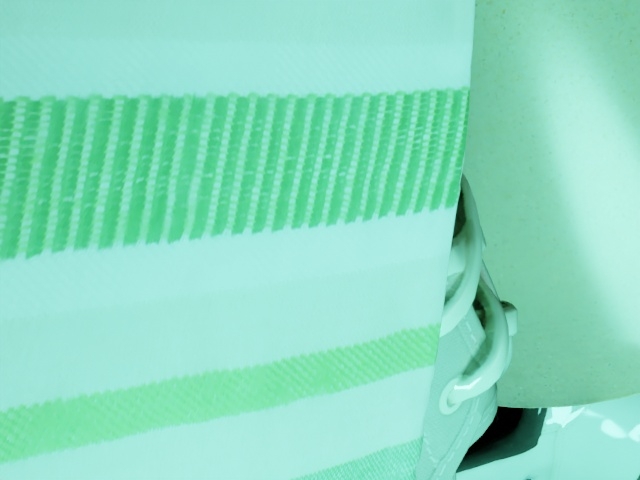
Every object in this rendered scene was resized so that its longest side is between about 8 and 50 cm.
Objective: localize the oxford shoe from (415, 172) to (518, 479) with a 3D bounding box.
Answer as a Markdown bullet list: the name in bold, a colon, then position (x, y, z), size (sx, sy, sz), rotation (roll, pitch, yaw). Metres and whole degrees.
- **oxford shoe**: position (0.000, 0.000, 0.656), size (0.169, 0.130, 0.449), rotation (-64, 153, -56)

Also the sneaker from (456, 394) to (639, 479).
- **sneaker**: position (0.101, 0.108, 1.146), size (0.315, 0.182, 0.127), rotation (136, -33, -64)

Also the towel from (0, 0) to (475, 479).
- **towel**: position (-0.035, -0.047, 0.471), size (0.248, 0.038, 0.325), rotation (-6, 106, -53)

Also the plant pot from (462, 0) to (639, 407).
- **plant pot**: position (0.090, -0.113, 0.842), size (0.256, 0.256, 0.274), rotation (-72, 144, -49)
